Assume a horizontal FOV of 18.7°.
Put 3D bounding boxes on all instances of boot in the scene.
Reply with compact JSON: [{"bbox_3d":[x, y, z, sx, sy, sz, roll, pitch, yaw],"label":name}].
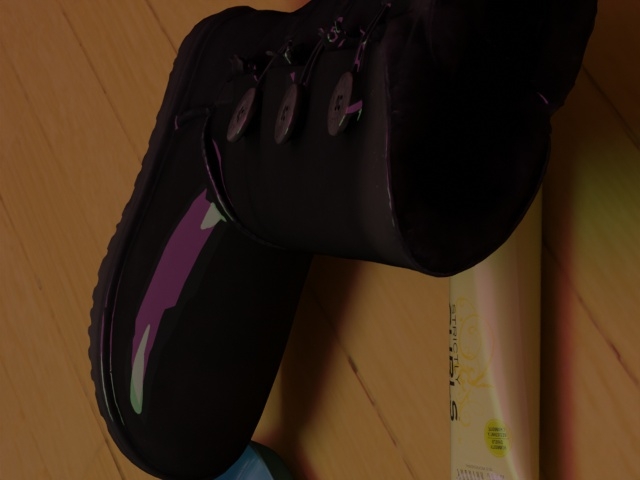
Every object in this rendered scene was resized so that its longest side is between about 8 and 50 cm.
[{"bbox_3d":[0.000,-0.002,1.278,0.445,0.146,0.367,0,81,63],"label":"boot"}]

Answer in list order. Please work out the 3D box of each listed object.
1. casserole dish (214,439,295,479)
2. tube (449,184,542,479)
[{"bbox_3d":[-0.038,0.234,1.469,0.114,0.037,0.188,-60,42,31],"label":"casserole dish"},{"bbox_3d":[0.113,0.060,1.262,0.062,0.070,0.240,0,89,10],"label":"tube"}]
